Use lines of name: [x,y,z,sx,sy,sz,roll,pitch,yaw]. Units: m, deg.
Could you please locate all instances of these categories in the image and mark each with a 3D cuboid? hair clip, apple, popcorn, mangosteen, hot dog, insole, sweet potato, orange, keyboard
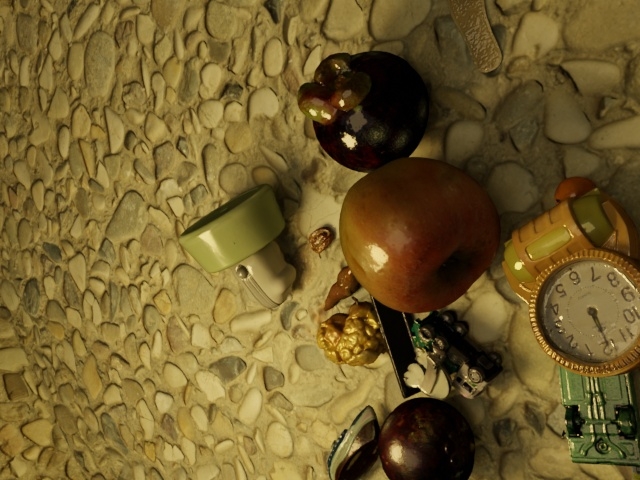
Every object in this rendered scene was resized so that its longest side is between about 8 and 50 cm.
hair clip: [0.248,0.306,1.382,0.116,0.049,0.172,42,147,32]
apple: [0.203,-0.022,1.312,0.305,0.338,0.338,54,127,42]
popcorn: [0.093,0.249,1.549,0.194,0.140,0.163,-38,65,24]
mangosteen: [0.229,0.495,1.437,0.231,0.231,0.289,63,147,12]
hot dog: [0.000,0.000,1.638,0.083,0.035,0.058,-44,67,34]
insole: [0.330,-0.483,1.323,0.081,0.011,0.248,-24,83,37]
sweet potato: [0.064,0.124,1.600,0.068,0.068,0.226,51,141,20]
orange: [0.509,-0.088,1.207,0.083,0.083,0.084,7,101,37]
mangosteen: [0.101,-0.293,1.359,0.288,0.288,0.288,7,101,37]
keyboard: [0.196,0.224,1.492,0.018,0.101,0.310,-25,82,63]

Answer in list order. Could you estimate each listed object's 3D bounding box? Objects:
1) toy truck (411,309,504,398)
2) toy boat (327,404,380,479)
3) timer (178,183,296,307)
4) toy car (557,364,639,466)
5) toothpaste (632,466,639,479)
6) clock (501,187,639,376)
toy truck: [0.306,0.265,1.407,0.216,0.110,0.116,42,133,24]
toy boat: [0.085,0.549,1.624,0.262,0.114,0.115,-63,29,27]
timer: [-0.186,0.044,1.680,0.290,0.291,0.315,-21,107,38]
toy car: [0.548,0.277,1.212,0.141,0.097,0.321,-12,74,38]
toothpaste: [0.706,0.459,1.163,0.193,0.044,0.070,-4,95,38]
clock: [0.500,0.091,1.118,0.244,0.200,0.317,-40,55,37]
